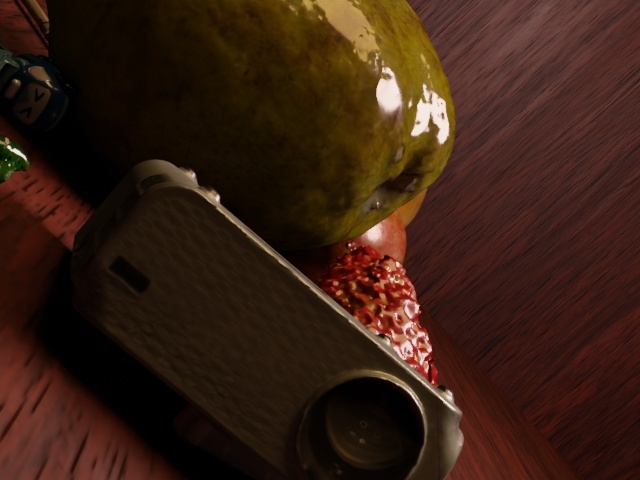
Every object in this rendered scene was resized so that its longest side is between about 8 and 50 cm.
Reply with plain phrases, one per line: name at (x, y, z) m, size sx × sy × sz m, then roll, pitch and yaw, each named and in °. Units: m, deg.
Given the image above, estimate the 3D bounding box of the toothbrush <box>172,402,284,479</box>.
toothbrush at (0.008, 0.191, 0.761) m, size 0.342 × 0.025 × 0.030 m, roll 43°, pitch 1°, yaw -45°

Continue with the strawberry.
strawberry at (0.059, 0.105, 0.932) m, size 0.174 × 0.098 × 0.228 m, roll 54°, pitch 35°, yaw -27°

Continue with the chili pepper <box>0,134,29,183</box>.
chili pepper at (-0.272, -0.137, 0.735) m, size 0.122 × 0.065 × 0.279 m, roll 55°, pitch 2°, yaw -38°

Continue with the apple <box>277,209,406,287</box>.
apple at (0.000, 0.000, 1.209) m, size 0.188 × 0.188 × 0.174 m, roll 49°, pitch 13°, yaw 15°

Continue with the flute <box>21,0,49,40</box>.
flute at (-0.372, -0.307, 1.343) m, size 0.233 × 0.027 × 0.027 m, roll 52°, pitch 7°, yaw 35°

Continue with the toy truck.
toy truck at (-0.254, -0.128, 0.878) m, size 0.073 × 0.056 × 0.090 m, roll 46°, pitch 17°, yaw 28°

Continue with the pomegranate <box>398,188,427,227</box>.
pomegranate at (0.005, -0.135, 1.434) m, size 0.319 × 0.319 × 0.319 m, roll 47°, pitch 5°, yaw -6°

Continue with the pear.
pear at (-0.077, -0.159, 1.014) m, size 0.413 × 0.352 × 0.352 m, roll 39°, pitch 3°, yaw 17°

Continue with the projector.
projector at (-0.040, 0.058, 0.695) m, size 0.250 × 0.108 × 0.198 m, roll 42°, pitch -2°, yaw -14°

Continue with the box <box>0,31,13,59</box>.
box at (-0.342, -0.225, 0.942) m, size 0.115 × 0.036 × 0.177 m, roll 42°, pitch 8°, yaw -45°
